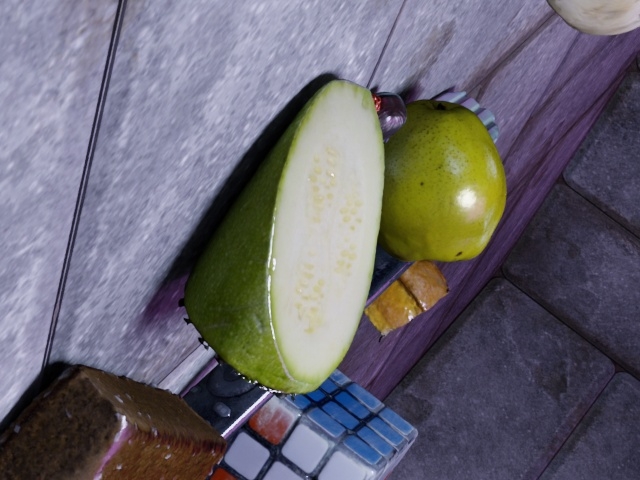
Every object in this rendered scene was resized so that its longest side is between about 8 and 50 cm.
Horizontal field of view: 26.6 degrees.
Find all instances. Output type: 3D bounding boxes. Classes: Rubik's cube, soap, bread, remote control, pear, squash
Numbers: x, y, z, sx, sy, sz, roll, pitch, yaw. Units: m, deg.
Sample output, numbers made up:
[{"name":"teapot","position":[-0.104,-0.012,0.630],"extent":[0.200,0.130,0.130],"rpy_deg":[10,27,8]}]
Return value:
[{"name":"Rubik's cube","position":[-0.053,0.314,1.894],"extent":[0.253,0.256,0.259],"rpy_deg":[-57,169,15]},{"name":"soap","position":[0.177,-0.142,1.793],"extent":[0.056,0.100,0.149],"rpy_deg":[-56,169,32]},{"name":"bread","position":[0.095,0.046,1.970],"extent":[0.129,0.134,0.260],"rpy_deg":[-38,-176,3]},{"name":"bread","position":[-0.212,0.222,1.351],"extent":[0.165,0.113,0.416],"rpy_deg":[-52,168,-4]},{"name":"remote control","position":[-0.038,0.122,1.698],"extent":[0.377,0.107,0.044],"rpy_deg":[-42,122,-18]},{"name":"pear","position":[0.129,-0.068,1.612],"extent":[0.198,0.198,0.198],"rpy_deg":[-49,169,-13]},{"name":"squash","position":[0.000,0.000,1.308],"extent":[0.260,0.189,0.189],"rpy_deg":[-51,170,19]}]

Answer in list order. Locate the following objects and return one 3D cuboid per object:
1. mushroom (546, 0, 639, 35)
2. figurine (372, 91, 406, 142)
[{"name":"mushroom","position":[0.428,-0.377,1.594],"extent":[0.315,0.356,0.315],"rpy_deg":[0,90,-69]},{"name":"figurine","position":[0.054,-0.125,1.508],"extent":[0.060,0.047,0.106],"rpy_deg":[1,145,-30]}]
